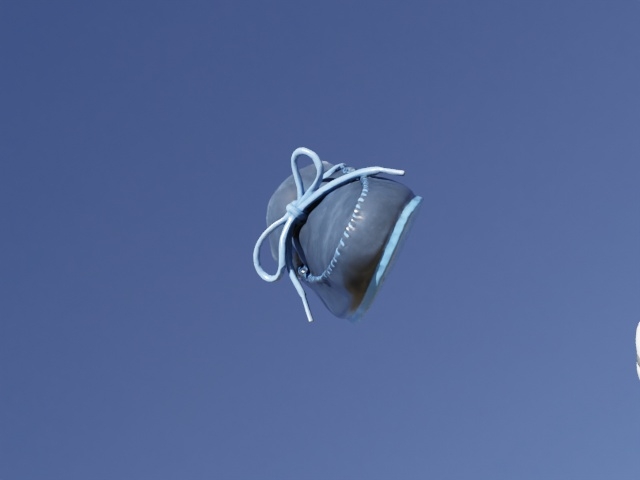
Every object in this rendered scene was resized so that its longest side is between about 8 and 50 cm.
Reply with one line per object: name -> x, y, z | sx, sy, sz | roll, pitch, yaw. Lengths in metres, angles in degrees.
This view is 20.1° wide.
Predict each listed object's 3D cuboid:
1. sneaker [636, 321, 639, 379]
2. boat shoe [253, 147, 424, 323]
sneaker -> 0.298, 0.033, 0.821 | 0.281, 0.162, 0.106 | -32, -47, -5
boat shoe -> 0.000, 0.000, 1.161 | 0.109, 0.089, 0.258 | -61, 4, -9
